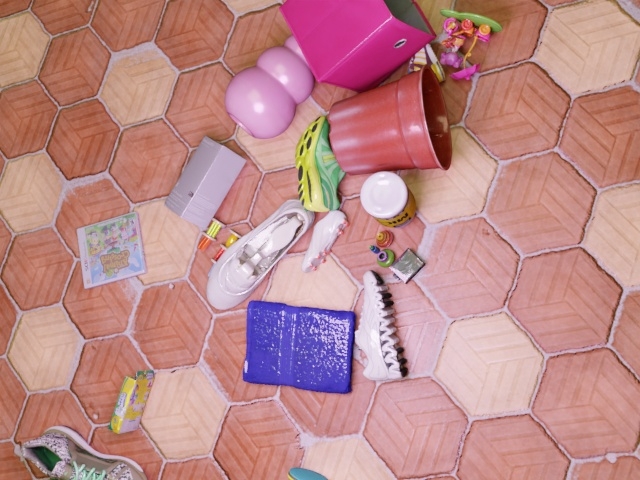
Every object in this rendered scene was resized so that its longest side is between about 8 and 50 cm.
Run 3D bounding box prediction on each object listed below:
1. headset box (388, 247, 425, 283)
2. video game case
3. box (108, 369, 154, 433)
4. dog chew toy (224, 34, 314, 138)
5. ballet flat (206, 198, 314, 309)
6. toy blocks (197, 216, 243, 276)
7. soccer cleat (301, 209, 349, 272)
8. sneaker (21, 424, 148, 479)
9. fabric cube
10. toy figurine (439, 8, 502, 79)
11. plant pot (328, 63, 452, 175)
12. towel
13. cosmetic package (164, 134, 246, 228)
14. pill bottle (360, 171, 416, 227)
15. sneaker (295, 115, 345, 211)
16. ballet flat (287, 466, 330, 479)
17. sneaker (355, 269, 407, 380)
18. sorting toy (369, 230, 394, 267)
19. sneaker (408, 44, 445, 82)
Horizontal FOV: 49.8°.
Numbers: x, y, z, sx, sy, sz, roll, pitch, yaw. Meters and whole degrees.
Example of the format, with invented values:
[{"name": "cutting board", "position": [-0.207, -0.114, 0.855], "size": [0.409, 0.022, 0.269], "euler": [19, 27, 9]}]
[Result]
[{"name": "headset box", "position": [0.228, 0.071, 1.834], "size": [0.083, 0.032, 0.062], "euler": [-45, 72, 4]}, {"name": "video game case", "position": [-0.637, 0.031, 2.102], "size": [0.212, 0.023, 0.194], "euler": [-15, 78, 14]}, {"name": "box", "position": [-0.535, 0.452, 1.964], "size": [0.043, 0.105, 0.179], "euler": [19, 87, 17]}, {"name": "dog chew toy", "position": [-0.113, -0.446, 1.936], "size": [0.206, 0.206, 0.332], "euler": [41, 86, 18]}, {"name": "ballet flat", "position": [-0.174, 0.041, 1.894], "size": [0.400, 0.139, 0.139], "euler": [-45, 72, 5]}, {"name": "toy blocks", "position": [-0.305, 0.023, 1.989], "size": [0.123, 0.054, 0.148], "euler": [33, 92, 18]}, {"name": "soccer cleat", "position": [0.000, 0.000, 1.899], "size": [0.076, 0.068, 0.196], "euler": [33, 85, 23]}, {"name": "sneaker", "position": [-0.674, 0.659, 1.932], "size": [0.410, 0.182, 0.158], "euler": [19, 87, 18]}, {"name": "fabric cube", "position": [0.099, -0.574, 1.819], "size": [0.258, 0.254, 0.259], "euler": [-36, 73, 30]}, {"name": "toy figurine", "position": [0.375, -0.512, 1.836], "size": [0.173, 0.130, 0.159], "euler": [19, 96, 5]}, {"name": "plant pot", "position": [0.178, -0.293, 1.799], "size": [0.265, 0.272, 0.273], "euler": [-9, 79, 23]}, {"name": "towel", "position": [-0.056, 0.286, 1.870], "size": [0.308, 0.076, 0.228], "euler": [4, 90, 17]}, {"name": "cosmetic package", "position": [-0.331, -0.169, 1.982], "size": [0.127, 0.107, 0.238], "euler": [30, 93, 49]}, {"name": "pill bottle", "position": [0.182, -0.098, 1.781], "size": [0.119, 0.208, 0.119], "euler": [-3, 80, 16]}, {"name": "sneaker", "position": [0.002, -0.206, 1.916], "size": [0.109, 0.123, 0.296], "euler": [-28, 54, 48]}, {"name": "ballet flat", "position": [0.019, 0.657, 1.789], "size": [0.230, 0.077, 0.077], "euler": [9, 101, 16]}, {"name": "sneaker", "position": [0.139, 0.224, 1.803], "size": [0.118, 0.110, 0.292], "euler": [-15, 77, 21]}, {"name": "sorting toy", "position": [0.162, 0.020, 1.849], "size": [0.061, 0.042, 0.102], "euler": [-11, 68, 30]}, {"name": "sneaker", "position": [0.267, -0.500, 1.891], "size": [0.083, 0.069, 0.186], "euler": [-28, 74, 5]}]
